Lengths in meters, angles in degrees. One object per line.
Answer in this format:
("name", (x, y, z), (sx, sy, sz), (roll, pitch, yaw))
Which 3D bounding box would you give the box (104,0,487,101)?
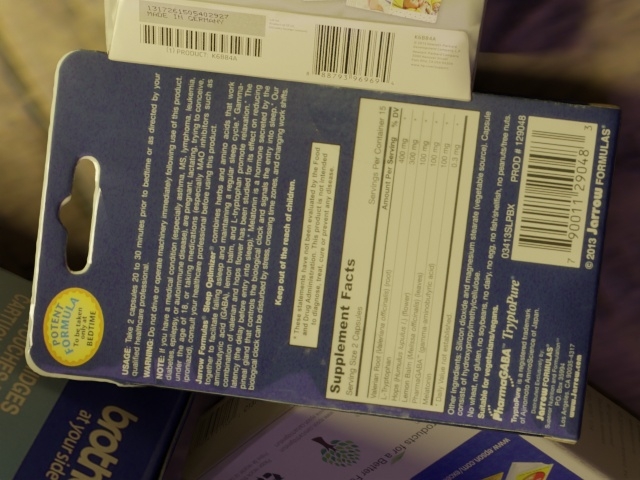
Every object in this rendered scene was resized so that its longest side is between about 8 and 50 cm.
("box", (-0.004, -0.143, 0.476), (0.145, 0.038, 0.186), (6, 131, 2))

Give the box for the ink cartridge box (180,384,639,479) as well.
("ink cartridge box", (0.109, 0.154, 0.692), (0.332, 0.065, 0.165), (36, 125, -19))

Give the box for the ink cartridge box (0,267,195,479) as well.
("ink cartridge box", (-0.231, 0.129, 0.611), (0.395, 0.151, 0.270), (24, 121, -4))

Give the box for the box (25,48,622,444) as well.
("box", (0.000, 0.000, 0.551), (0.225, 0.036, 0.136), (7, 94, 1))
